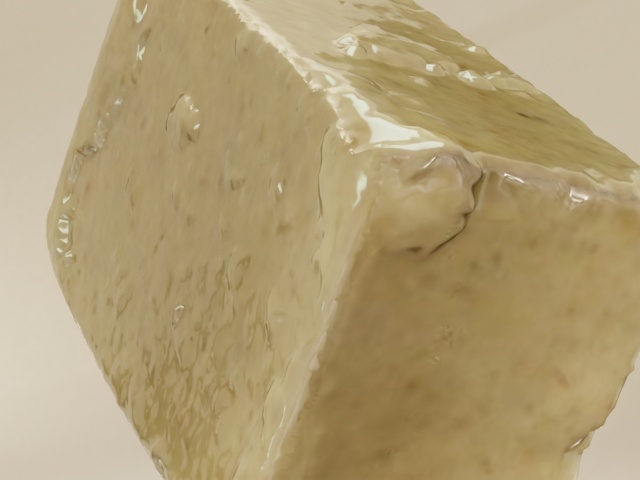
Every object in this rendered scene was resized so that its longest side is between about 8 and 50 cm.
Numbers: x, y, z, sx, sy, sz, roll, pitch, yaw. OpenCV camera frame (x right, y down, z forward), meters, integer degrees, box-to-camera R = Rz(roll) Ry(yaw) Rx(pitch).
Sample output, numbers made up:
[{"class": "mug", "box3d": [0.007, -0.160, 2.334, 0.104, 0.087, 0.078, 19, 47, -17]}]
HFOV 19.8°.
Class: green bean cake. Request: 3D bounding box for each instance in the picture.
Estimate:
[{"class": "green bean cake", "box3d": [0.000, 0.000, 0.447, 0.085, 0.179, 0.109, 10, -71, -27]}]
